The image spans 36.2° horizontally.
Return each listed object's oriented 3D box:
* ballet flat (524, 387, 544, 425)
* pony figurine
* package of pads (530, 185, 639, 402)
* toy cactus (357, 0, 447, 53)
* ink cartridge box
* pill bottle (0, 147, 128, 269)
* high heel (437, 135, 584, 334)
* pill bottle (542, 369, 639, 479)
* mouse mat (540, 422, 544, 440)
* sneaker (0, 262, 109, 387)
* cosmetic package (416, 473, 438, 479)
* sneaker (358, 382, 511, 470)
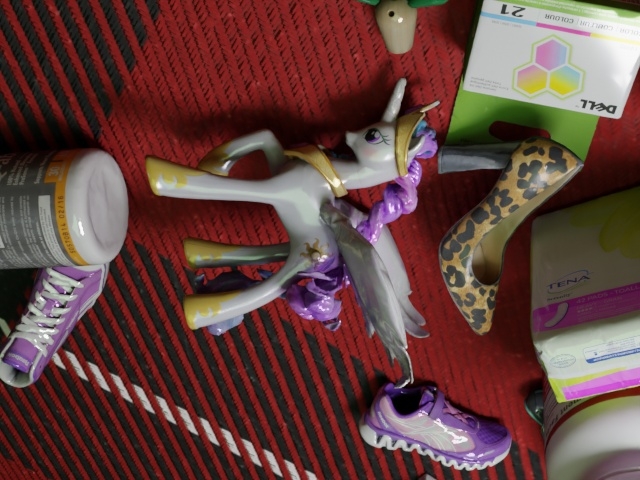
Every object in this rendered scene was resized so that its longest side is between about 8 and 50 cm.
[{"bbox_3d":[0.395,0.292,1.492,0.074,0.074,0.203,-34,111,30],"label":"ballet flat"},{"bbox_3d":[0.000,0.000,1.236,0.363,0.303,0.351,-12,99,6],"label":"pony figurine"},{"bbox_3d":[0.367,0.052,1.177,0.229,0.296,0.101,-17,118,22],"label":"package of pads"},{"bbox_3d":[0.081,-0.297,1.119,0.219,0.112,0.180,-1,144,9],"label":"toy cactus"},{"bbox_3d":[0.259,-0.182,1.153,0.189,0.097,0.255,11,127,3],"label":"ink cartridge box"},{"bbox_3d":[-0.420,-0.041,1.350,0.278,0.162,0.162,-2,125,12],"label":"pill bottle"},{"bbox_3d":[0.244,0.002,1.220,0.186,0.093,0.261,2,107,38],"label":"high heel"},{"bbox_3d":[0.395,0.222,1.227,0.229,0.407,0.229,5,127,7],"label":"pill bottle"},{"bbox_3d":[0.430,0.292,1.465,0.190,0.007,0.152,-25,114,-2],"label":"mouse mat"},{"bbox_3d":[-0.404,0.114,1.462,0.102,0.161,0.282,26,125,-6],"label":"sneaker"},{"bbox_3d":[0.198,0.554,1.679,0.225,0.138,0.224,31,126,-14],"label":"cosmetic package"},{"bbox_3d":[0.181,0.278,1.513,0.236,0.095,0.104,11,119,4],"label":"sneaker"}]
